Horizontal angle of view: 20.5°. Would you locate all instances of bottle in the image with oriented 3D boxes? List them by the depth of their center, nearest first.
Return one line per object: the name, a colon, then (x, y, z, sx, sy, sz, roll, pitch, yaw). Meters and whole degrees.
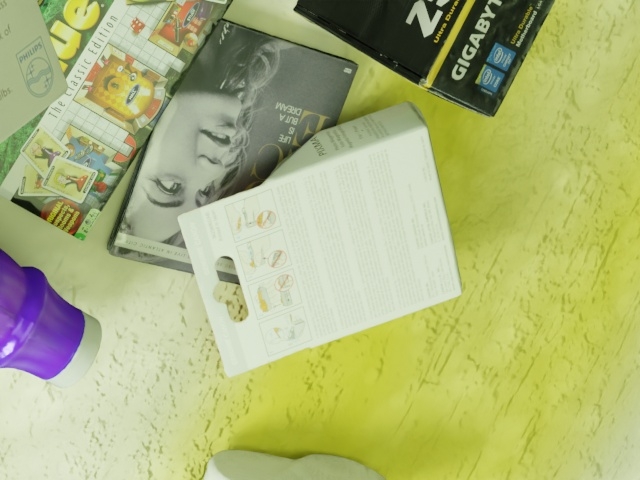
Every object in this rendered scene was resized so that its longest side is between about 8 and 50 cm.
bottle: (-0.303, 0.031, 1.405, 0.283, 0.118, 0.092, 32, 93, -33)

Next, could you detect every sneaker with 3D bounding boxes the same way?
sneaker: (-0.021, 0.256, 1.668, 0.212, 0.080, 0.094, 12, 116, -22)

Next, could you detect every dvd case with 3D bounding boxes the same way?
dvd case: (-0.075, -0.073, 1.532, 0.164, 0.018, 0.221, 15, 103, -30)

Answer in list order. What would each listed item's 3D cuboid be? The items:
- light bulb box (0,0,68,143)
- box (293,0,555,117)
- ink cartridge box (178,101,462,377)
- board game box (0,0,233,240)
light bulb box: (-0.403, -0.203, 1.093, 0.225, 0.358, 0.361, -47, 130, -44)
box: (0.124, -0.282, 1.405, 0.079, 0.257, 0.322, 22, 100, -31)
ink cartridge box: (0.000, 0.000, 1.576, 0.232, 0.066, 0.189, -17, 124, -4)
board game box: (-0.184, -0.140, 1.438, 0.136, 0.030, 0.260, 30, 95, -22)
